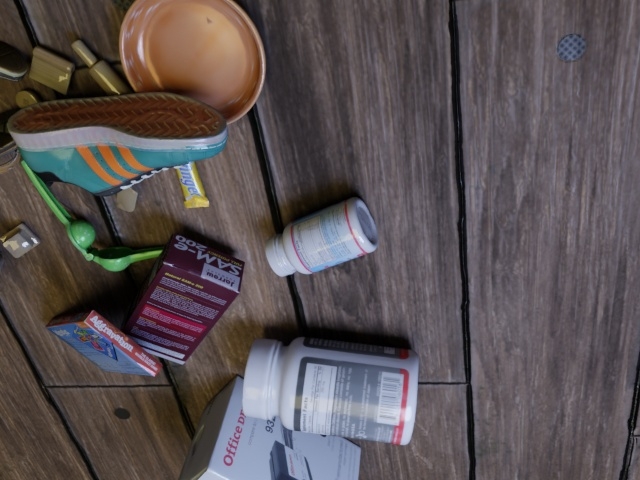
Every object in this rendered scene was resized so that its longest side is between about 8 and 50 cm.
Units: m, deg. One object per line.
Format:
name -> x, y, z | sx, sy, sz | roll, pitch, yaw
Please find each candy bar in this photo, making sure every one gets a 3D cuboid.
candy bar -> -0.208, -0.120, 0.979 | 0.040, 0.018, 0.161 | -4, 124, 12

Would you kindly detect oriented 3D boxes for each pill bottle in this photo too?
pill bottle -> 0.019, 0.252, 1.113 | 0.283, 0.161, 0.161 | 6, 125, 5
pill bottle -> 0.000, 0.000, 0.986 | 0.160, 0.087, 0.087 | -21, 119, 22

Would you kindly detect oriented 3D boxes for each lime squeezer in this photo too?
lime squeezer -> -0.360, -0.012, 1.055 | 0.310, 0.059, 0.110 | 28, 124, -10

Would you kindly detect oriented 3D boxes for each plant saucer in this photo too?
plant saucer -> -0.169, -0.249, 0.872 | 0.200, 0.037, 0.200 | 4, 124, 6

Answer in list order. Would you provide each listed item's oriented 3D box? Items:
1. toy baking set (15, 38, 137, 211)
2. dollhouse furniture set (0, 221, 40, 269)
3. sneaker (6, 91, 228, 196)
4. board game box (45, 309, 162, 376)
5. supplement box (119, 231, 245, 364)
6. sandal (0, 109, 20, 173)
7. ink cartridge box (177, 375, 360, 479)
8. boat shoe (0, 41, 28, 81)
toy baking set -> -0.337, -0.168, 0.962 | 0.197, 0.030, 0.256 | -33, 109, 32
dollhouse furniture set -> -0.716, -0.037, 1.097 | 0.355, 0.174, 0.303 | -32, 117, 1
sneaker -> -0.267, -0.126, 0.895 | 0.302, 0.108, 0.121 | 2, 136, 10
board game box -> -0.384, 0.181, 1.125 | 0.145, 0.027, 0.281 | 44, 151, -21
supplement box -> -0.237, 0.104, 1.080 | 0.130, 0.073, 0.239 | 25, 132, -20
sandal -> -0.496, -0.128, 0.982 | 0.219, 0.090, 0.060 | -25, 139, 31
ink cartridge box -> -0.087, 0.434, 1.216 | 0.307, 0.223, 0.129 | 34, 122, -14
boat shoe -> -0.483, -0.259, 0.909 | 0.152, 0.056, 0.049 | 27, 130, 2
